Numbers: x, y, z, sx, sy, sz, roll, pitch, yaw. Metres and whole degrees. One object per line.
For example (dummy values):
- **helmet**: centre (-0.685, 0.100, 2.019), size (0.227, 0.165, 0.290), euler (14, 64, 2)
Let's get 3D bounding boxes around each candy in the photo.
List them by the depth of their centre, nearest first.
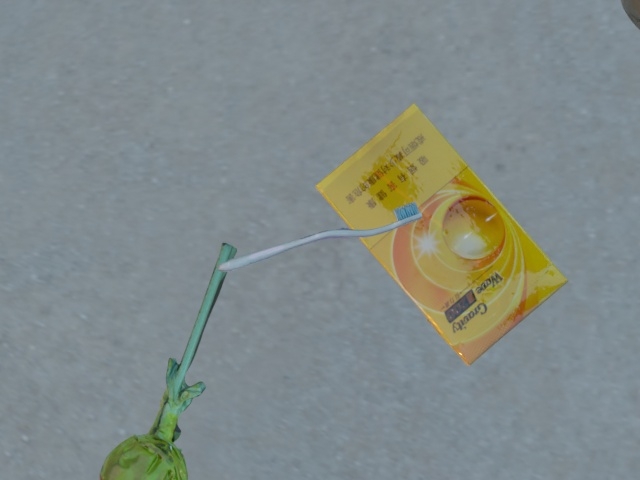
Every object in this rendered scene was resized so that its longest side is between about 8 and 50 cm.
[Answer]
- **candy**: centre (-0.123, 0.126, 1.390), size (0.077, 0.073, 0.262), euler (17, 78, 17)

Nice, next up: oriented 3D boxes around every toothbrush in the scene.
- **toothbrush**: centre (0.000, 0.000, 0.979), size (0.131, 0.011, 0.013), euler (-16, 81, -7)

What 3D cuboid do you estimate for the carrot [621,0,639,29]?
- **carrot**: centre (0.247, -0.171, 0.607), size (0.302, 0.139, 0.139), euler (-45, 112, 2)

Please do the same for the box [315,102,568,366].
- **box**: centre (0.136, -0.007, 1.793), size (0.152, 0.043, 0.269), euler (-41, 84, 0)
